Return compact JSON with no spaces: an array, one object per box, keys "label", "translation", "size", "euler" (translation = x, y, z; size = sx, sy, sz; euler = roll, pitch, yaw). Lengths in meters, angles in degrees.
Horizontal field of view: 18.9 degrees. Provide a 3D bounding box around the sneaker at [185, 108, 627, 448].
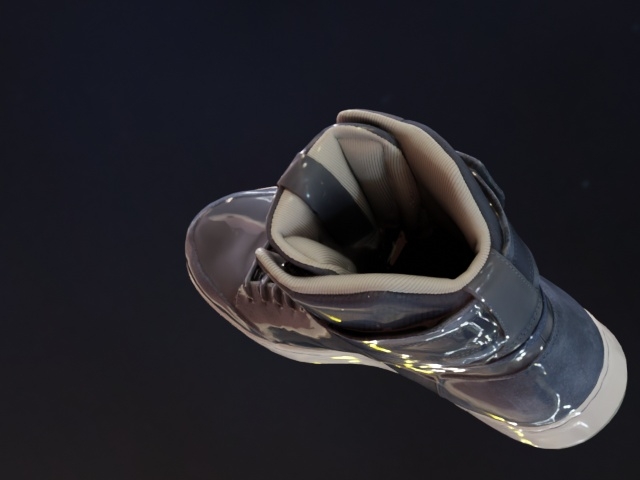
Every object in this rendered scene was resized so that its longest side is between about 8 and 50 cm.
[{"label":"sneaker","translation":[0.001,-0.001,0.785],"size":[0.226,0.086,0.163],"euler":[18,-14,38]}]
